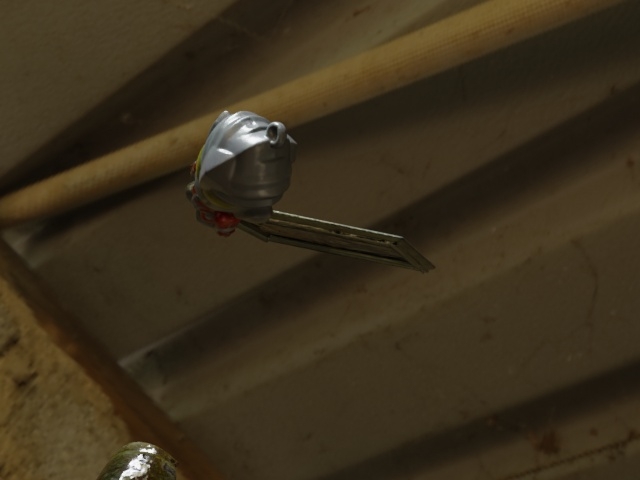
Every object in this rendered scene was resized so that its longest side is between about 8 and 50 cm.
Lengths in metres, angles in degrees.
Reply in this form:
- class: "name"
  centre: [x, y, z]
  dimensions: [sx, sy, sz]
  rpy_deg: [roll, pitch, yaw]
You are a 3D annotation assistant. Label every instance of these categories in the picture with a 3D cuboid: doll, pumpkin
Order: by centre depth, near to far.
- class: "doll"
  centre: [-0.069, -0.051, 0.897]
  dimensions: [0.180, 0.079, 0.094]
  rpy_deg: [-36, -106, 61]
- class: "pumpkin"
  centre: [-0.185, 0.319, 1.192]
  dimensions: [0.119, 0.108, 0.183]
  rpy_deg: [-31, -84, 32]

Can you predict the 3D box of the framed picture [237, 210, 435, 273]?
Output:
- class: "framed picture"
  centre: [0.000, 0.000, 1.251]
  dimensions: [0.232, 0.296, 0.019]
  rpy_deg: [12, -94, 14]
